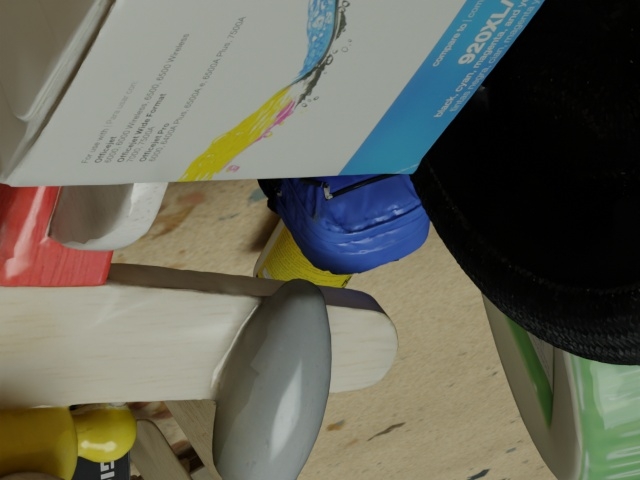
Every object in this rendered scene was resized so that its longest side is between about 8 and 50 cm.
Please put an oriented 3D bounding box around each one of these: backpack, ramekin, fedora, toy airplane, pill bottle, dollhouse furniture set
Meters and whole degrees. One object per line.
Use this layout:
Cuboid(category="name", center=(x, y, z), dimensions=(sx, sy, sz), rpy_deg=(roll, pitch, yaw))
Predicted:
Cuboid(category="backpack", center=(0.013, -0.044, 1.074), dimensions=(0.098, 0.120, 0.101), rpy_deg=(-20, 153, -10))
Cuboid(category="ramekin", center=(0.204, 0.027, 1.188), dimensions=(0.148, 0.303, 0.303), rpy_deg=(-14, 152, -5))
Cuboid(category="fedora", center=(0.175, -0.095, 0.898), dimensions=(0.153, 0.334, 0.334), rpy_deg=(-10, 149, -30))
Cuboid(category="toy airplane", center=(-0.164, 0.074, 0.942), dimensions=(0.386, 0.272, 0.384), rpy_deg=(-22, 151, 4))
Cuboid(category="pill bottle", center=(0.000, 0.000, 1.205), dimensions=(0.065, 0.065, 0.116), rpy_deg=(-9, 149, -30))
Cuboid(category="dollhouse furniture set", center=(-0.106, 0.158, 1.439), dimensions=(0.144, 0.123, 0.151), rpy_deg=(-31, -172, 9))

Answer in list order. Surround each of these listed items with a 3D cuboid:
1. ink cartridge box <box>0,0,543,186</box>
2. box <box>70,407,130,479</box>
Cuboid(category="ink cartridge box", center=(-0.043, -0.141, 0.795), dimensions=(0.233, 0.171, 0.168), rpy_deg=(-5, 146, -37))
Cuboid(category="box", center=(-0.265, 0.289, 1.248), dimensions=(0.293, 0.295, 0.073), rpy_deg=(-7, -168, -42))
